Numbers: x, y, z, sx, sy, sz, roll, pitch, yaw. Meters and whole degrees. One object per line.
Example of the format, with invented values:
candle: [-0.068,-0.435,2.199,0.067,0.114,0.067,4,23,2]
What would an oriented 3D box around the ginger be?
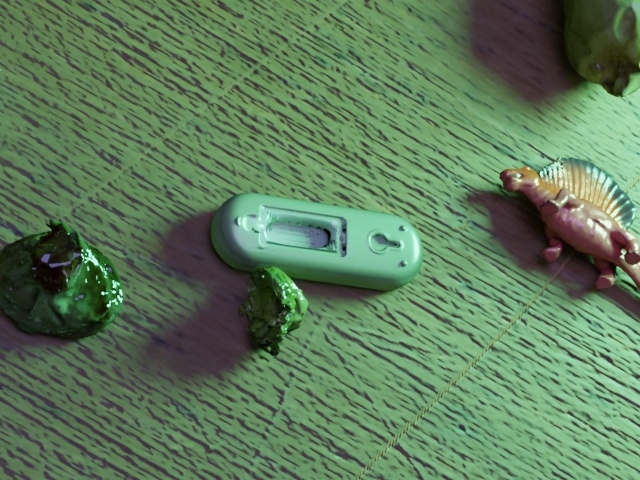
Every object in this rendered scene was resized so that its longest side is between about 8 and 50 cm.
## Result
ginger: [0.335,-0.277,1.838,0.152,0.138,0.267,31,57,-13]

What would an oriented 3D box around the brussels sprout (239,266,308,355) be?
brussels sprout: [-0.042,0.068,1.591,0.058,0.085,0.085,20,64,-16]

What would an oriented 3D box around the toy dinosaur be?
toy dinosaur: [0.315,-0.012,1.780,0.286,0.070,0.139,30,40,-10]

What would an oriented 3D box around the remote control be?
remote control: [0.000,0.000,1.648,0.221,0.042,0.078,8,66,-18]

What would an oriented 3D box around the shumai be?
shumai: [-0.234,0.030,1.519,0.123,0.087,0.099,10,65,-19]
